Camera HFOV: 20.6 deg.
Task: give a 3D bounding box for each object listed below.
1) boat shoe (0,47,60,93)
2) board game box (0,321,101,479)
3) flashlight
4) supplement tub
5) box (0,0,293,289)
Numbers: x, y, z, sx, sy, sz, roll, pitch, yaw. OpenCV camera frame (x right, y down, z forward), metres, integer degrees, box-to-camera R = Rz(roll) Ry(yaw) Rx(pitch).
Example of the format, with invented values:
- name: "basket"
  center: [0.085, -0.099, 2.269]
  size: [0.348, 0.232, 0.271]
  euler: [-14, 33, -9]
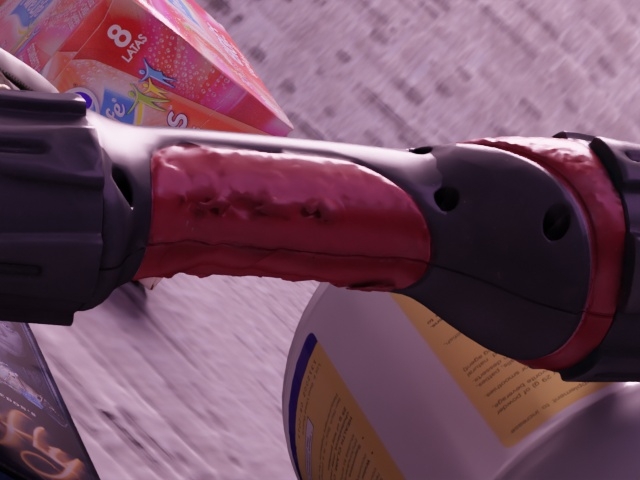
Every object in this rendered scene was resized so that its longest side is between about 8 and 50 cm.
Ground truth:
- name: "boat shoe"
  center: [-0.170, -0.044, 0.728]
  size: [0.305, 0.109, 0.091]
  euler: [70, 8, -62]
- name: "board game box"
  center: [-0.186, 0.016, 0.589]
  size: [0.243, 0.042, 0.165]
  euler: [38, 8, -35]
- name: "flashlight"
  center: [0.000, 0.000, 0.655]
  size: [0.304, 0.103, 0.103]
  euler: [3, -19, -26]
- name: "supplement tub"
  center: [0.133, 0.132, 0.844]
  size: [0.241, 0.241, 0.331]
  euler: [39, 8, -28]
- name: "box"
  center: [-0.144, -0.110, 1.201]
  size: [0.154, 0.142, 0.300]
  euler: [39, 7, -21]
